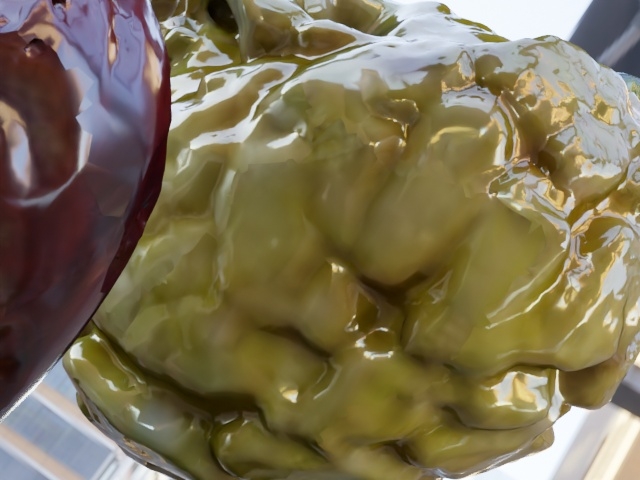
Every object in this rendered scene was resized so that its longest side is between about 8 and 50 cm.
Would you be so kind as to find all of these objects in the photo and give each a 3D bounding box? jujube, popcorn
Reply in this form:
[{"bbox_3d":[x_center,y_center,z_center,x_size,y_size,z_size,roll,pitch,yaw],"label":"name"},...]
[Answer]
[{"bbox_3d":[-0.154,-0.022,0.422,0.183,0.183,0.243,36,-54,0],"label":"jujube"},{"bbox_3d":[0.015,0.010,0.774,0.390,0.354,0.344,31,-6,37],"label":"popcorn"}]

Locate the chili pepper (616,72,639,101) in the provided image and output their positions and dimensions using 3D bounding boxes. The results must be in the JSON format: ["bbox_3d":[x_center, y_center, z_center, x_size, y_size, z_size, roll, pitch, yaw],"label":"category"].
[{"bbox_3d":[0.346,-0.129,1.217,0.202,0.052,0.050,12,-28,-21],"label":"chili pepper"}]
